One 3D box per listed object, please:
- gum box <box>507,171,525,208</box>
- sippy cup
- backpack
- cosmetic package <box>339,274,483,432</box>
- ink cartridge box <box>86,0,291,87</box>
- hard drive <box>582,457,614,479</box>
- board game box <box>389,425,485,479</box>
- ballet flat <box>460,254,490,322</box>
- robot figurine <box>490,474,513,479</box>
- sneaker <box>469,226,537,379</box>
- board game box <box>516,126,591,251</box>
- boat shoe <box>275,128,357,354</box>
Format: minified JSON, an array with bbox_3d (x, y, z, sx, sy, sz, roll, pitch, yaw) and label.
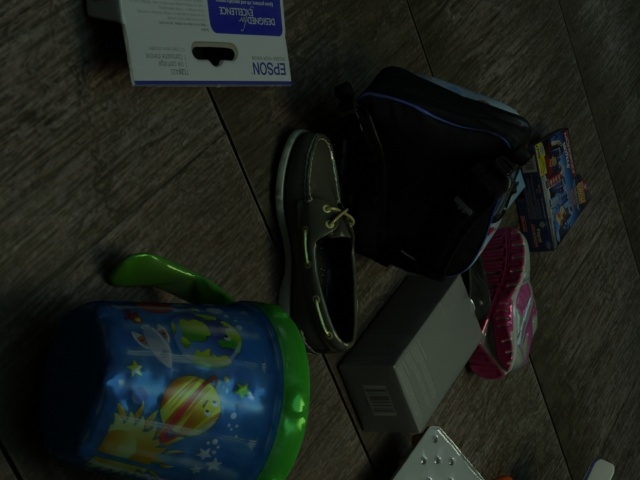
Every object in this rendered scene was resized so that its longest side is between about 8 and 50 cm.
[{"bbox_3d":[0.270,-0.113,2.067,0.184,0.041,0.157,-45,122,-44],"label":"gum box"},{"bbox_3d":[-0.165,0.162,1.308,0.224,0.305,0.240,13,100,-34],"label":"sippy cup"},{"bbox_3d":[0.147,-0.088,1.719,0.213,0.277,0.263,-42,153,-55],"label":"backpack"},{"bbox_3d":[0.138,0.161,1.821,0.238,0.107,0.127,-48,125,-47],"label":"cosmetic package"},{"bbox_3d":[-0.160,-0.334,1.487,0.304,0.072,0.307,-9,97,-54],"label":"ink cartridge box"},{"bbox_3d":[0.400,0.534,2.062,0.210,0.040,0.318,-50,157,-43],"label":"hard drive"},{"bbox_3d":[0.172,0.530,1.751,0.390,0.050,0.390,51,51,-11],"label":"board game box"},{"bbox_3d":[0.204,0.009,1.931,0.096,0.095,0.280,-27,109,-38],"label":"ballet flat"},{"bbox_3d":[0.295,0.469,1.988,0.219,0.128,0.158,-23,133,-53],"label":"robot figurine"},{"bbox_3d":[0.305,0.105,2.061,0.111,0.103,0.252,13,83,-57],"label":"sneaker"},{"bbox_3d":[0.422,-0.099,2.256,0.194,0.060,0.194,-28,109,-52],"label":"board game box"},{"bbox_3d":[0.003,0.000,1.655,0.109,0.091,0.305,4,84,-53],"label":"boat shoe"}]
